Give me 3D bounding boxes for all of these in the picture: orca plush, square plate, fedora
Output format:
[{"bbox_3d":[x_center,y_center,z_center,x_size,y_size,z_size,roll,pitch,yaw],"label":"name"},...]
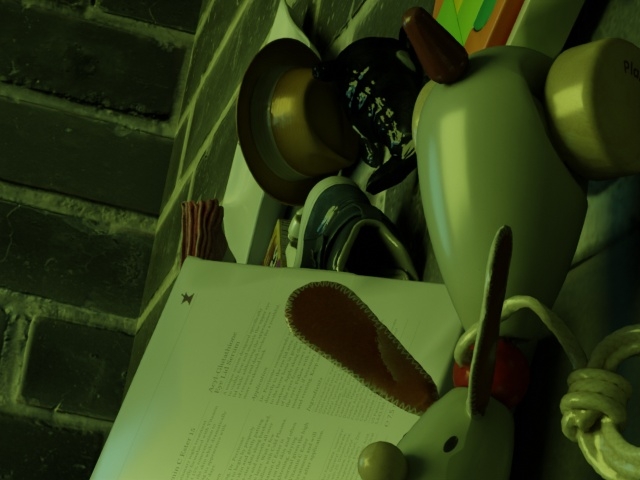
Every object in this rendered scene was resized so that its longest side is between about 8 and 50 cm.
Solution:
[{"bbox_3d":[0.034,-0.139,1.469,0.287,0.102,0.151,-93,20,-52],"label":"orca plush"},{"bbox_3d":[-0.067,-0.146,2.053,0.347,0.049,0.344,-112,37,-69],"label":"square plate"},{"bbox_3d":[-0.010,-0.131,1.611,0.079,0.194,0.194,3,77,39],"label":"fedora"}]

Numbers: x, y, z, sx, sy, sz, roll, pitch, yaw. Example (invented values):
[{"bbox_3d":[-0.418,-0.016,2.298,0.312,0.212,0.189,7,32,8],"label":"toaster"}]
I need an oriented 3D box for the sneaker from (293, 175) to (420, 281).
[{"bbox_3d":[0.023,0.068,1.345,0.163,0.086,0.226,-138,50,-66],"label":"sneaker"}]

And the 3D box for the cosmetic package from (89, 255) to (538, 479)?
[{"bbox_3d":[-0.043,0.203,0.994,0.284,0.097,0.377,6,67,41],"label":"cosmetic package"}]

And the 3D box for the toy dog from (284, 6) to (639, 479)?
[{"bbox_3d":[0.080,-0.001,0.831,0.220,0.161,0.333,-32,40,35],"label":"toy dog"}]

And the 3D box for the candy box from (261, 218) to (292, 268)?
[{"bbox_3d":[-0.040,0.073,1.695,0.186,0.053,0.109,-92,19,-55],"label":"candy box"}]

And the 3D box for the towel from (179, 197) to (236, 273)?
[{"bbox_3d":[-0.062,0.148,1.357,0.329,0.037,0.237,67,-166,-45],"label":"towel"}]

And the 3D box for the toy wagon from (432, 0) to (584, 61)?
[{"bbox_3d":[0.145,-0.190,1.110,0.267,0.068,0.344,-93,20,-53],"label":"toy wagon"}]

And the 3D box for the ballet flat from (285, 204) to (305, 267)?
[{"bbox_3d":[0.000,0.000,1.542,0.232,0.073,0.080,-97,24,-58],"label":"ballet flat"}]
